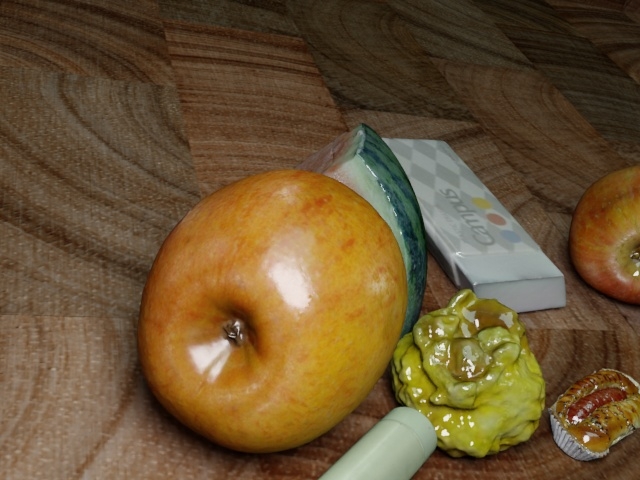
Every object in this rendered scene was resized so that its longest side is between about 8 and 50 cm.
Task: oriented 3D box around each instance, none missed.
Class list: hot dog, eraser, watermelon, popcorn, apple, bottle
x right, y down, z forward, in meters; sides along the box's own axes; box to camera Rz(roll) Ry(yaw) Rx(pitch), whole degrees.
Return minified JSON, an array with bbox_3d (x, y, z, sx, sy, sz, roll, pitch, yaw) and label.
[{"bbox_3d":[0.375,0.226,1.118,0.192,0.053,0.099,-21,53,-40],"label":"hot dog"},{"bbox_3d":[0.231,-0.035,1.400,0.213,0.082,0.397,-2,39,-25],"label":"eraser"},{"bbox_3d":[0.032,0.008,1.165,0.293,0.283,0.250,-25,31,-12],"label":"watermelon"},{"bbox_3d":[0.185,0.168,1.031,0.198,0.155,0.197,11,47,-12],"label":"popcorn"},{"bbox_3d":[-0.055,0.077,0.923,0.299,0.299,0.275,26,24,12],"label":"apple"},{"bbox_3d":[0.050,0.258,0.911,0.072,0.072,0.201,33,36,22],"label":"bottle"},{"bbox_3d":[0.537,-0.011,1.394,0.242,0.242,0.241,25,22,11],"label":"apple"}]
